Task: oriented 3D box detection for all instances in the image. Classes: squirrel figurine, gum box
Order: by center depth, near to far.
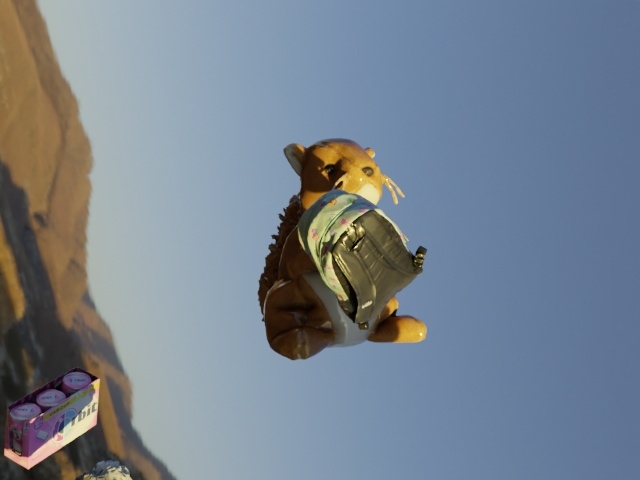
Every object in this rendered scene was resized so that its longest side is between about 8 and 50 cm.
[{"bbox_3d":[-0.494,0.325,1.601,0.062,0.188,0.107,21,-64,22],"label":"gum box"},{"bbox_3d":[0.000,0.000,1.622,0.397,0.280,0.371,-174,-99,-66],"label":"squirrel figurine"}]

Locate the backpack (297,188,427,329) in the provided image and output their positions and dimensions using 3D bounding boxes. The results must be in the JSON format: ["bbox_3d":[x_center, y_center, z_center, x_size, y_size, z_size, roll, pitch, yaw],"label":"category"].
[{"bbox_3d":[0.049,0.017,1.217,0.115,0.152,0.182,30,-16,41],"label":"backpack"}]

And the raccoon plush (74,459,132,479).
[{"bbox_3d":[-0.481,0.383,1.246,0.446,0.216,0.299,-60,144,-57],"label":"raccoon plush"}]
